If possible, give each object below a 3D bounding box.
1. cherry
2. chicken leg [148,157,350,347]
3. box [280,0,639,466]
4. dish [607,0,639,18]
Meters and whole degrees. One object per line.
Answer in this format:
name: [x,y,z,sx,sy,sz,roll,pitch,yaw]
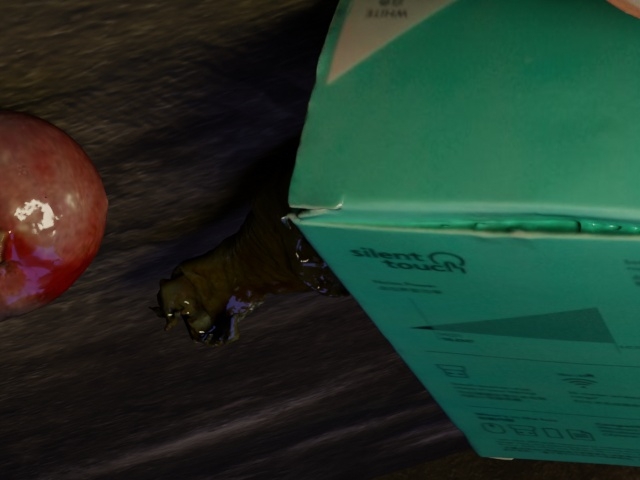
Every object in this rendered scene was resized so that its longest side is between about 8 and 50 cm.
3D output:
cherry: [-0.146,-0.007,0.805,0.106,0.087,0.126,-21,-172,-22]
chicken leg: [0.000,0.000,1.041,0.103,0.088,0.227,-24,171,-47]
box: [0.136,0.006,0.858,0.205,0.118,0.311,0,156,22]
dish: [0.194,-0.159,0.593,0.260,0.085,0.260,-8,158,-3]
